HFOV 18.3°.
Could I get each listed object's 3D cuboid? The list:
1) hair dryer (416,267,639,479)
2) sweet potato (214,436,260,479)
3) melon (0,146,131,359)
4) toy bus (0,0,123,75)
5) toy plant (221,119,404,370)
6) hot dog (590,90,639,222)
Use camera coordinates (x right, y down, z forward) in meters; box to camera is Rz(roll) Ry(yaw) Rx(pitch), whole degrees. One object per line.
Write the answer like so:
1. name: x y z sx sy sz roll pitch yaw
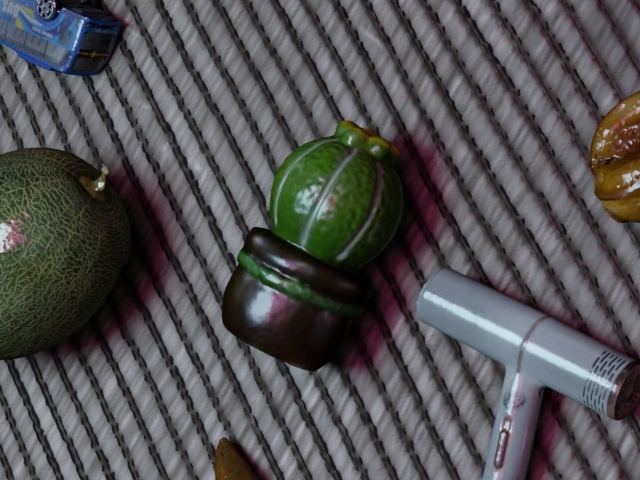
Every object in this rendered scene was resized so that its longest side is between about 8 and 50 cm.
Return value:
1. hair dryer: 0.105 0.128 1.266 0.155 0.044 0.183 28 99 33
2. sweet potato: -0.054 0.176 1.352 0.034 0.034 0.095 -36 64 20
3. melon: -0.212 0.007 1.411 0.192 0.139 0.139 -39 65 22
4. toy bus: -0.221 -0.171 1.500 0.153 0.051 0.061 27 108 30
5. toy plant: 0.000 0.000 1.319 0.093 0.093 0.162 26 92 31
6. hot dog: 0.274 -0.080 1.182 0.249 0.068 0.100 -26 38 22
